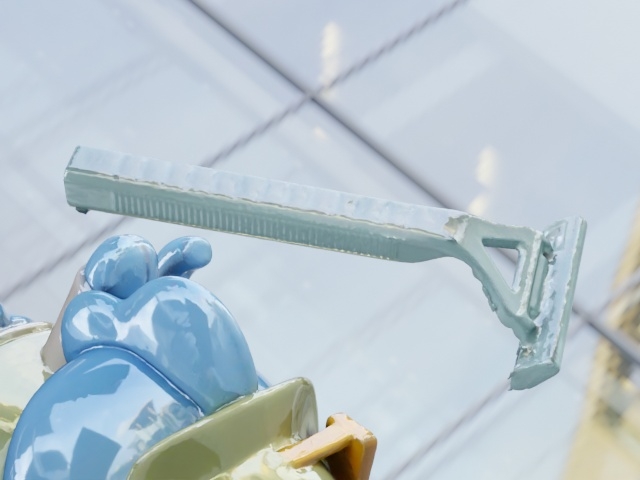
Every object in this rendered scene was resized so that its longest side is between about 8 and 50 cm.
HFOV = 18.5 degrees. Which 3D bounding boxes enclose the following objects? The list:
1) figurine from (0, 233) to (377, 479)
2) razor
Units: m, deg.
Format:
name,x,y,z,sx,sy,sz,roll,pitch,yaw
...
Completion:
name,x,y,z,sx,sy,sz,roll,pitch,yaw
figurine,-0.094,0.086,0.862,0.180,0.262,0.154,-57,-28,7
razor,0.000,-0.008,1.041,0.056,0.278,0.111,102,-176,-47
